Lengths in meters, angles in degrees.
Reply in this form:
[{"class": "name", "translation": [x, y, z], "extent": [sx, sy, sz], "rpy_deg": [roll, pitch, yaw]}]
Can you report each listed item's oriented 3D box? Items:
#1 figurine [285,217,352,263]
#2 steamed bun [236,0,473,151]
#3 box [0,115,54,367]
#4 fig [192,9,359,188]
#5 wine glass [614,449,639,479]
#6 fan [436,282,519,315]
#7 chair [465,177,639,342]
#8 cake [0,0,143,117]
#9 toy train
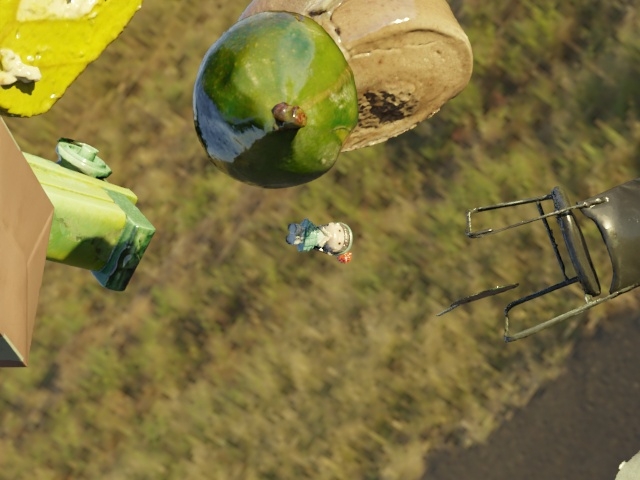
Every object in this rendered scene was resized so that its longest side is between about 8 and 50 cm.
[{"class": "figurine", "translation": [0.000, 0.000, 2.224], "extent": [0.047, 0.106, 0.060], "rpy_deg": [-20, 67, 56]}, {"class": "steamed bun", "translation": [0.023, -0.262, 1.957], "extent": [0.301, 0.199, 0.251], "rpy_deg": [-24, 57, 2]}, {"class": "box", "translation": [-0.353, -0.001, 1.542], "extent": [0.215, 0.086, 0.215], "rpy_deg": [74, -163, -59]}, {"class": "fig", "translation": [-0.052, -0.149, 1.618], "extent": [0.195, 0.195, 0.245], "rpy_deg": [-52, 2, 10]}, {"class": "wine glass", "translation": [0.466, 0.352, 1.828], "extent": [0.126, 0.241, 0.126], "rpy_deg": [-46, -28, -33]}, {"class": "fan", "translation": [0.179, 0.071, 1.785], "extent": [0.133, 0.085, 0.005], "rpy_deg": [-28, 76, 52]}, {"class": "chair", "translation": [0.291, 0.004, 1.714], "extent": [0.221, 0.140, 0.145], "rpy_deg": [-20, 11, 11]}, {"class": "cake", "translation": [-0.321, -0.267, 1.637], "extent": [0.156, 0.179, 0.260], "rpy_deg": [21, 66, 40]}, {"class": "toy train", "translation": [-0.411, -0.058, 2.117], "extent": [0.253, 0.397, 0.160], "rpy_deg": [41, 107, 46]}]
